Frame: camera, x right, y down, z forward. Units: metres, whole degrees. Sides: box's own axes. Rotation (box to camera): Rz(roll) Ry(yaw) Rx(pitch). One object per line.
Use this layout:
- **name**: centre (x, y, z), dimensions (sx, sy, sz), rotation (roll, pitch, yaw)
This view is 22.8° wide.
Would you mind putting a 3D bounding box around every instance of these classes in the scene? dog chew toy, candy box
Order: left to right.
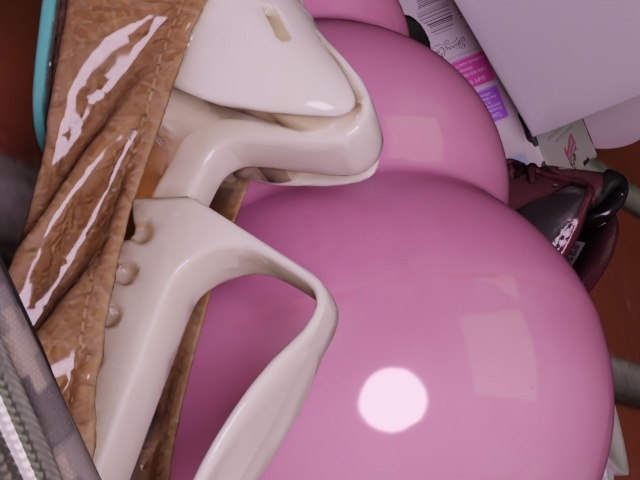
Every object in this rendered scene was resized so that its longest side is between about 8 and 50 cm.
- **dog chew toy**: centre (0.000, 0.000, 0.702), dimensions (0.206, 0.206, 0.332), rotation (36, 32, -52)
- **candy box**: centre (0.133, -0.127, 1.223), dimensions (0.196, 0.070, 0.165), rotation (67, 24, -6)

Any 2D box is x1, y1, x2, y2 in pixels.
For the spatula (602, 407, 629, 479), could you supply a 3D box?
- **spatula**: centre (0.200, 0.188, 1.192), dimensions (0.168, 0.019, 0.242), rotation (43, 35, -48)

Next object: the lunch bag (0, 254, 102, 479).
- **lunch bag**: centre (-0.143, 0.082, 0.323), dimensions (0.256, 0.212, 0.305), rotation (-60, 129, -81)

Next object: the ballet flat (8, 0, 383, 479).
- **ballet flat**: centre (-0.049, -0.004, 0.545), dimensions (0.116, 0.124, 0.342), rotation (59, 42, -60)

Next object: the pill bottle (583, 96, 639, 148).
- **pill bottle**: centre (0.260, -0.194, 1.481), dimensions (0.121, 0.121, 0.216), rotation (48, 32, -41)

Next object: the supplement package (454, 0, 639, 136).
- **supplement package**: centre (0.187, -0.211, 1.147), dimensions (0.139, 0.134, 0.244), rotation (56, 27, -27)

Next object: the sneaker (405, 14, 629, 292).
- **sneaker**: centre (0.109, -0.042, 0.990), dimensions (0.106, 0.162, 0.281), rotation (39, 39, -50)
